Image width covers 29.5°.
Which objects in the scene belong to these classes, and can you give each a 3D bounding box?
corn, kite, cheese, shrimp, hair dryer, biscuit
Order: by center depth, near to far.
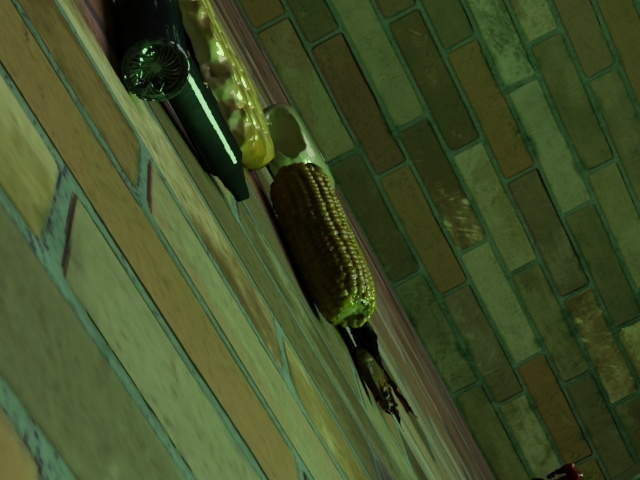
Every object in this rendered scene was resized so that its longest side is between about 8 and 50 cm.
[{"bbox_3d":[-0.089,-0.089,0.861,0.173,0.050,0.194,-105,170,-60],"label":"hair dryer"},{"bbox_3d":[0.000,0.000,1.202,0.068,0.068,0.207,57,9,-52],"label":"corn"},{"bbox_3d":[-0.114,-0.200,1.261,0.309,0.040,0.204,64,4,16],"label":"biscuit"},{"bbox_3d":[0.065,0.160,1.282,0.083,0.023,0.114,63,-2,-29],"label":"shrimp"},{"bbox_3d":[0.059,0.127,1.332,0.189,0.009,0.232,55,-10,36],"label":"kite"},{"bbox_3d":[-0.023,-0.089,1.540,0.227,0.064,0.137,56,9,-67],"label":"cheese"}]

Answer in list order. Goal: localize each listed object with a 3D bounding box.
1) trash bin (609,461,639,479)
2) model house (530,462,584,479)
[{"bbox_3d":[0.268,0.366,0.908,0.296,0.256,0.368,56,10,0],"label":"trash bin"},{"bbox_3d":[0.261,0.392,1.275,0.196,0.160,0.254,62,5,-26],"label":"model house"}]
